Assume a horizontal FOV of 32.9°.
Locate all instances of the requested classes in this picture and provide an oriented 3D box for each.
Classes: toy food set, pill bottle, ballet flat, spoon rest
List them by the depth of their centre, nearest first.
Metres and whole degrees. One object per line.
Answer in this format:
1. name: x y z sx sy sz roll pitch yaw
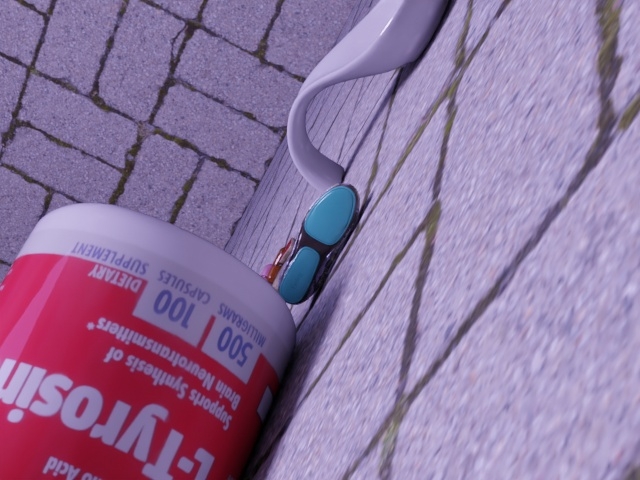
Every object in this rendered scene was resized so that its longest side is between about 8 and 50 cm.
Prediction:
1. pill bottle: -0.190 0.196 0.783 0.408 0.229 0.229 -67 7 -25
2. ballet flat: 0.000 0.000 0.898 0.114 0.041 0.041 -61 7 17
3. spoon rest: 0.039 -0.168 1.031 0.276 0.084 0.137 -60 8 34
4. toy food set: -0.055 0.039 1.234 0.122 0.019 0.078 -59 8 36
